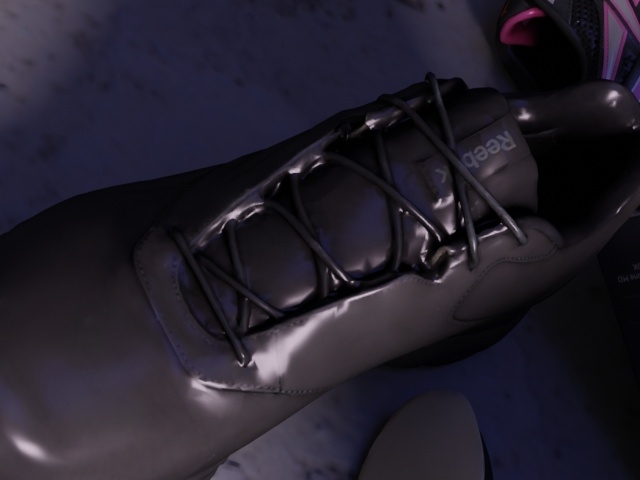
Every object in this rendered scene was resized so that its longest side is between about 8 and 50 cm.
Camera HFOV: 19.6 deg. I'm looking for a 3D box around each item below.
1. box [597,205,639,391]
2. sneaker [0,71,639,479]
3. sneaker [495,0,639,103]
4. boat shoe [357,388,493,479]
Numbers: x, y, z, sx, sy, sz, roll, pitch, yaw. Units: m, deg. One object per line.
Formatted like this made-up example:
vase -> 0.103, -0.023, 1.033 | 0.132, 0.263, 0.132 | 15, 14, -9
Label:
box -> 0.202, 0.036, 0.724 | 0.156, 0.093, 0.158 | -24, 98, -44
sneaker -> 0.000, 0.000, 0.598 | 0.286, 0.130, 0.109 | -24, 81, -42
sneaker -> 0.111, -0.102, 0.791 | 0.077, 0.072, 0.178 | 9, 52, -22
boat shoe -> 0.039, 0.110, 0.621 | 0.042, 0.049, 0.133 | 50, 30, -41
